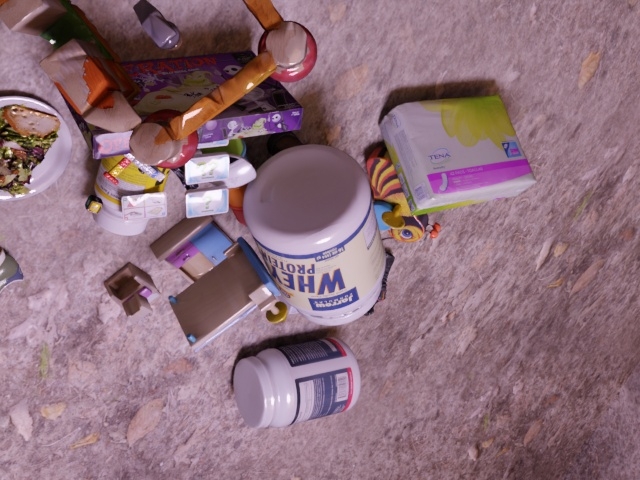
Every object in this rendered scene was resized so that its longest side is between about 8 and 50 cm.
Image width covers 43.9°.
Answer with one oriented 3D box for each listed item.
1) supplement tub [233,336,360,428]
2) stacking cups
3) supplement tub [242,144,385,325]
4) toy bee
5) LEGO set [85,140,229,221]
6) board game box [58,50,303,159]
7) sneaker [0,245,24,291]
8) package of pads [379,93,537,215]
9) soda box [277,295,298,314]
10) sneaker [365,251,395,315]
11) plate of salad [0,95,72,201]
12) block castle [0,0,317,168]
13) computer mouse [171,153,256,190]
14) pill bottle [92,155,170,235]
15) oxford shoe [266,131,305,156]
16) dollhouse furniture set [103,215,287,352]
[{"bbox_3d":[-0.056,0.349,1.951,0.272,0.191,0.191,-6,130,-31],"label":"supplement tub"},{"bbox_3d":[-0.179,-0.149,1.503,0.096,0.096,0.316,-29,143,-11],"label":"stacking cups"},{"bbox_3d":[0.000,0.000,1.530,0.235,0.235,0.325,-31,144,-9],"label":"supplement tub"},{"bbox_3d":[0.189,-0.069,1.773,0.298,0.162,0.195,74,29,-55],"label":"toy bee"},{"bbox_3d":[-0.265,-0.103,1.311,0.244,0.060,0.183,-8,125,-20],"label":"LEGO set"},{"bbox_3d":[-0.226,-0.229,1.293,0.346,0.208,0.056,-13,131,-27],"label":"board game box"},{"bbox_3d":[-0.615,0.098,1.414,0.192,0.064,0.086,-40,134,-3],"label":"sneaker"},{"bbox_3d":[0.290,-0.191,1.686,0.296,0.229,0.101,-11,163,-29],"label":"package of pads"},{"bbox_3d":[-0.032,0.062,1.797,0.069,0.074,0.216,-4,129,-33],"label":"soda box"},{"bbox_3d":[0.142,0.111,1.965,0.072,0.077,0.178,2,125,-38],"label":"sneaker"},{"bbox_3d":[-0.503,-0.141,1.294,0.199,0.048,0.200,-20,136,-21],"label":"plate of salad"},{"bbox_3d":[-0.241,-0.339,1.052,0.303,0.213,0.453,-36,99,4],"label":"block castle"},{"bbox_3d":[-0.203,-0.123,1.430,0.106,0.192,0.042,57,49,-42],"label":"computer mouse"},{"bbox_3d":[-0.326,-0.121,1.386,0.119,0.119,0.209,1,126,-36],"label":"pill bottle"},{"bbox_3d":[-0.015,-0.136,1.616,0.083,0.096,0.227,-50,140,10],"label":"oxford shoe"},{"bbox_3d":[-0.216,0.136,1.558,0.286,0.303,0.198,-39,138,0],"label":"dollhouse furniture set"}]
